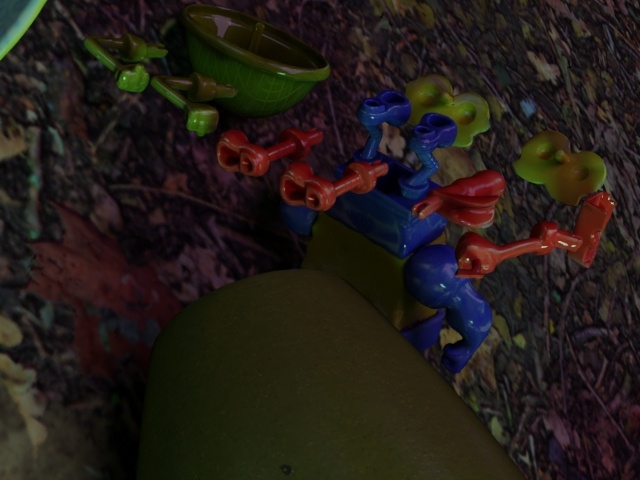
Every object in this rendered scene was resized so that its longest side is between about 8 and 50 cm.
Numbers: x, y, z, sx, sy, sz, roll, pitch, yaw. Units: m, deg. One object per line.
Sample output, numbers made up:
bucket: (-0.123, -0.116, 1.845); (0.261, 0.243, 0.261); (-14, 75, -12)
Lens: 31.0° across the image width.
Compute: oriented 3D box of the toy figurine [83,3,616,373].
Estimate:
toy figurine: (0.000, 0.000, 0.806); (0.363, 0.217, 0.191); (30, 39, 28)

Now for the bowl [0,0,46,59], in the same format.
bowl: (-0.261, -0.197, 0.555); (0.289, 0.289, 0.156); (48, -2, -20)

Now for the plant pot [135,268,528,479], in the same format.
plant pot: (0.004, 0.172, 0.637); (0.275, 0.275, 0.293); (16, 42, -45)
